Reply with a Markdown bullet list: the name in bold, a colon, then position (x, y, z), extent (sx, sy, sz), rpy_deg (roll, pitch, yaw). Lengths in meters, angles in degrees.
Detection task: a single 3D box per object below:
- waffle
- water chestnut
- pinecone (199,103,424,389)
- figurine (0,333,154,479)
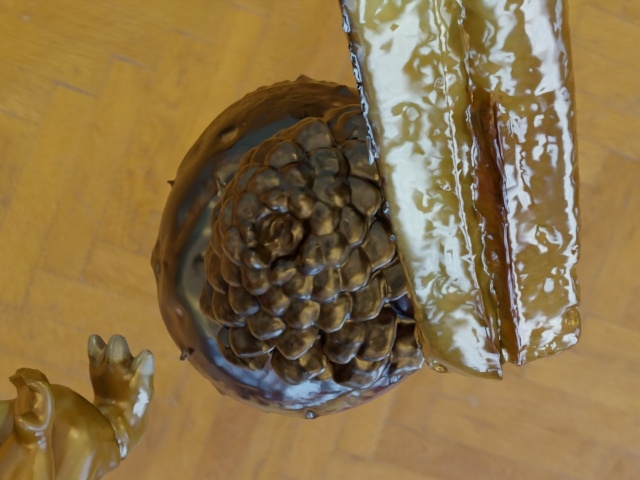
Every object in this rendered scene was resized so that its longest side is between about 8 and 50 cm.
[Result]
- **waffle**: position (0.058, -0.116, 0.645), extent (0.098, 0.224, 0.327), rpy_deg (-9, 132, 7)
- **water chestnut**: position (0.000, 0.000, 1.216), extent (0.300, 0.300, 0.300), rpy_deg (-3, 99, -16)
- **pinecone**: position (0.022, 0.003, 0.901), extent (0.184, 0.204, 0.179), rpy_deg (-1, 90, 18)
- **figurine**: position (-0.234, 0.200, 0.739), extent (0.401, 0.387, 0.268), rpy_deg (11, 114, 26)
